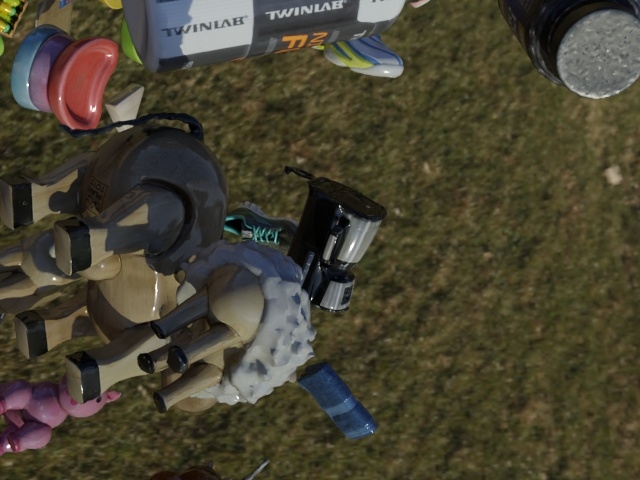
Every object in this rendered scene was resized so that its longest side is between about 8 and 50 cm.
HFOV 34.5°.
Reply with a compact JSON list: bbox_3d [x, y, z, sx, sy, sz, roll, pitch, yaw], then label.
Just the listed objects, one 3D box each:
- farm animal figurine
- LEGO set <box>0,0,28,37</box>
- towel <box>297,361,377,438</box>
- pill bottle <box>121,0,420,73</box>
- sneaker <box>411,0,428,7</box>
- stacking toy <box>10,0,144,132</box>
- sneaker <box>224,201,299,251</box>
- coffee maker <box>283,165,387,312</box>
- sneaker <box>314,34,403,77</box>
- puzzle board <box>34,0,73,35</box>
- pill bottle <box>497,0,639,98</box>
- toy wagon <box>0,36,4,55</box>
[{"bbox_3d":[-0.133,0.045,0.732,0.172,0.327,0.330,-23,55,-38],"label":"farm animal figurine"},{"bbox_3d":[-0.280,-0.351,1.210,0.287,0.107,0.132,-46,143,-29],"label":"LEGO set"},{"bbox_3d":[0.023,0.221,1.412,0.029,0.067,0.119,-42,97,-34],"label":"towel"},{"bbox_3d":[-0.022,-0.208,0.768,0.245,0.130,0.131,-13,87,-16],"label":"pill bottle"},{"bbox_3d":[0.100,-0.265,0.888,0.070,0.051,0.134,48,58,-14],"label":"sneaker"},{"bbox_3d":[-0.361,-0.322,1.607,0.279,0.130,0.309,33,78,-75],"label":"stacking toy"},{"bbox_3d":[-0.102,-0.014,1.770,0.076,0.166,0.065,-21,122,-48],"label":"sneaker"},{"bbox_3d":[0.000,0.000,1.626,0.120,0.171,0.178,1,119,-47],"label":"coffee maker"},{"bbox_3d":[0.036,-0.335,1.539,0.091,0.240,0.126,-11,127,-55],"label":"sneaker"},{"bbox_3d":[-0.447,-0.368,1.722,0.011,0.096,0.128,18,31,5],"label":"puzzle board"},{"bbox_3d":[0.267,-0.235,1.086,0.123,0.122,0.219,43,20,-24],"label":"pill bottle"},{"bbox_3d":[-0.646,-0.313,1.750,0.267,0.068,0.345,-43,147,-49],"label":"toy wagon"}]
